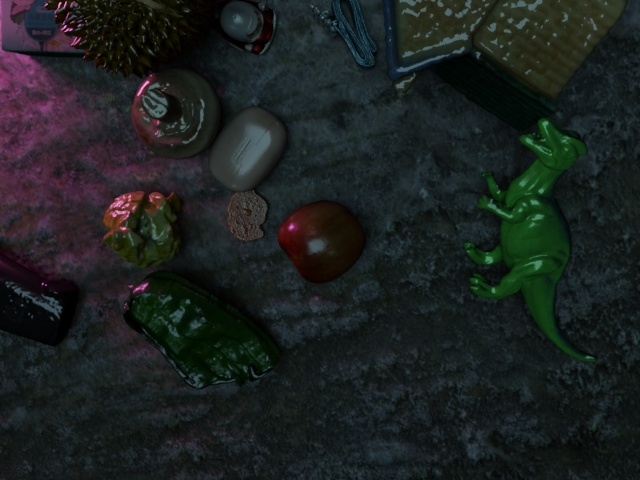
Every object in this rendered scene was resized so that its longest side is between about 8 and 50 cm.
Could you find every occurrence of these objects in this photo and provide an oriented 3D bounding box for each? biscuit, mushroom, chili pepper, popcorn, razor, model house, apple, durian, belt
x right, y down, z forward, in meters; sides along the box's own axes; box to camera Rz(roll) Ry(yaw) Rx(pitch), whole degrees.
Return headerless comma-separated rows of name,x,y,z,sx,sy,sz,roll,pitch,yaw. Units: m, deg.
biscuit,-0.174,-0.062,1.405,0.102,0.019,0.130,5,100,9
mushroom,-0.328,-0.283,1.293,0.208,0.215,0.207,1,94,8
chili pepper,-0.285,0.209,1.401,0.385,0.167,0.213,36,119,-10
popcorn,-0.411,-0.030,1.383,0.188,0.167,0.185,10,75,-26
razor,-0.787,0.138,1.495,0.327,0.107,0.189,24,103,5
model house,0.305,-0.415,1.138,0.382,0.334,0.342,30,115,-4
apple,0.000,0.000,1.311,0.168,0.181,0.181,-39,91,-9
durian,-0.368,-0.498,1.181,0.348,0.384,0.347,2,106,7
belt,0.058,-0.451,1.282,0.100,0.065,0.179,-27,93,3

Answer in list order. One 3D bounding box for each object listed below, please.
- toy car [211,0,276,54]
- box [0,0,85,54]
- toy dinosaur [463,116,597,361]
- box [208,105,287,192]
toy car,-0.176,-0.479,1.289,0.139,0.112,0.112,21,102,5
box,-0.607,-0.508,1.367,0.245,0.092,0.153,4,100,9
toy dinosaur,0.511,0.015,1.221,0.500,0.144,0.374,35,123,-10
box,-0.166,-0.207,1.344,0.146,0.088,0.200,38,104,1
